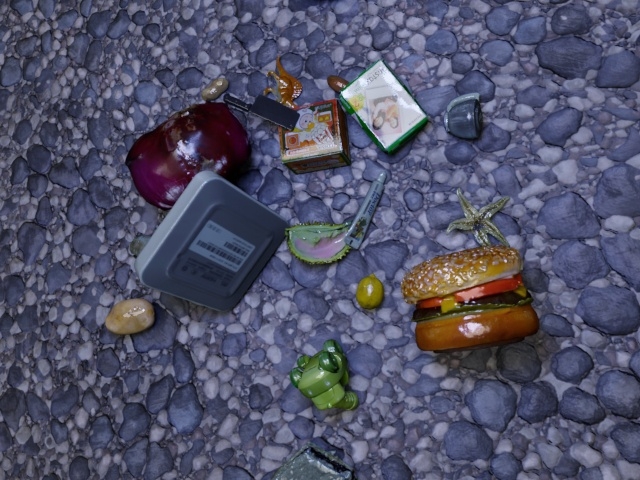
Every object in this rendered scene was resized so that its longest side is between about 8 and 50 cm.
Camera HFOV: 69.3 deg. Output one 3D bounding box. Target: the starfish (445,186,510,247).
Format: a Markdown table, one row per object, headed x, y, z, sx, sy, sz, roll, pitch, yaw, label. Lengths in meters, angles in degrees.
| x | y | z | sx | sy | sz | roll | pitch | yaw | label |
| --- | --- | --- | --- | --- | --- | --- | --- | --- | --- |
| 0.463 | -0.060 | 1.339 | 0.217 | 0.050 | 0.223 | -33 | 87 | 3 | starfish |

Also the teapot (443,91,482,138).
| x | y | z | sx | sy | sz | roll | pitch | yaw | label |
| --- | --- | --- | --- | --- | --- | --- | --- | --- | --- |
| 0.417 | -0.372 | 1.366 | 0.108 | 0.111 | 0.149 | -1 | 87 | 30 | teapot |

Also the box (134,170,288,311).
| x | y | z | sx | sy | sz | roll | pitch | yaw | label |
| --- | --- | --- | --- | --- | --- | --- | --- | --- | --- |
| -0.309 | 0.021 | 1.386 | 0.090 | 0.367 | 0.373 | 37 | 94 | 43 | box |

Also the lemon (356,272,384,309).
| x | y | z | sx | sy | sz | roll | pitch | yaw | label |
| --- | --- | --- | --- | --- | --- | --- | --- | --- | --- |
| 0.149 | 0.152 | 1.382 | 0.082 | 0.082 | 0.110 | 13 | 86 | 17 | lemon |

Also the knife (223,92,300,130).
| x | y | z | sx | sy | sz | roll | pitch | yaw | label |
| --- | --- | --- | --- | --- | --- | --- | --- | --- | --- |
| -0.181 | -0.410 | 1.417 | 0.245 | 0.019 | 0.072 | 24 | 77 | 7 | knife |

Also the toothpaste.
| x | y | z | sx | sy | sz | roll | pitch | yaw | label |
| --- | --- | --- | --- | --- | --- | --- | --- | --- | --- |
| 0.145 | -0.097 | 1.430 | 0.037 | 0.067 | 0.255 | 16 | 78 | 54 | toothpaste |

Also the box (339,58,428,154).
| x | y | z | sx | sy | sz | roll | pitch | yaw | label |
| --- | --- | --- | --- | --- | --- | --- | --- | --- | --- |
| 0.192 | -0.403 | 1.416 | 0.180 | 0.103 | 0.250 | -39 | 86 | 7 | box |

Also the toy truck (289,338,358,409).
| x | y | z | sx | sy | sz | roll | pitch | yaw | label |
| --- | --- | --- | --- | --- | --- | --- | --- | --- | --- |
| 0.019 | 0.405 | 1.327 | 0.148 | 0.187 | 0.210 | -32 | 75 | 15 | toy truck |

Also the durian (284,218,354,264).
| x | y | z | sx | sy | sz | roll | pitch | yaw | label |
| --- | --- | --- | --- | --- | --- | --- | --- | --- | --- |
| -0.001 | 0.002 | 1.438 | 0.221 | 0.095 | 0.137 | -6 | 102 | -7 | durian |

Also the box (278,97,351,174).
| x | y | z | sx | sy | sz | roll | pitch | yaw | label |
| --- | --- | --- | --- | --- | --- | --- | --- | --- | --- |
| -0.018 | -0.324 | 1.460 | 0.195 | 0.148 | 0.177 | -7 | 79 | 14 | box |

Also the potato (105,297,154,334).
| x | y | z | sx | sy | sz | roll | pitch | yaw | label |
| --- | --- | --- | --- | --- | --- | --- | --- | --- | --- |
| -0.647 | 0.258 | 1.579 | 0.178 | 0.109 | 0.118 | -14 | 57 | 8 | potato |

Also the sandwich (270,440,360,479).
| x | y | z | sx | sy | sz | roll | pitch | yaw | label |
| --- | --- | --- | --- | --- | --- | --- | --- | --- | --- |
| -0.011 | 0.752 | 1.318 | 0.262 | 0.131 | 0.325 | -14 | 78 | 15 | sandwich |

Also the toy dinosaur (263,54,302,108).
| x | y | z | sx | sy | sz | roll | pitch | yaw | label |
| --- | --- | --- | --- | --- | --- | --- | --- | --- | --- |
| -0.116 | -0.524 | 1.566 | 0.142 | 0.057 | 0.212 | 17 | 88 | 6 | toy dinosaur |

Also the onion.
| x | y | z | sx | sy | sz | roll | pitch | yaw | label |
| --- | --- | --- | --- | --- | --- | --- | --- | --- | --- |
| -0.370 | -0.208 | 1.483 | 0.398 | 0.398 | 0.420 | -24 | 121 | 11 | onion |

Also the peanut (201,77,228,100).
| x | y | z | sx | sy | sz | roll | pitch | yaw | label |
| --- | --- | --- | --- | --- | --- | --- | --- | --- | --- |
| -0.376 | -0.537 | 1.644 | 0.113 | 0.054 | 0.054 | -33 | 75 | 9 | peanut |

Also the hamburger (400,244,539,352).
| x | y | z | sx | sy | sz | roll | pitch | yaw | label |
| --- | --- | --- | --- | --- | --- | --- | --- | --- | --- |
| 0.378 | 0.149 | 1.194 | 0.330 | 0.330 | 0.250 | -12 | 77 | 14 | hamburger |

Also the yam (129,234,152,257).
| x | y | z | sx | sy | sz | roll | pitch | yaw | label |
| --- | --- | --- | --- | --- | --- | --- | --- | --- | --- |
| -0.506 | 0.058 | 1.564 | 0.330 | 0.133 | 0.133 | 15 | 87 | 22 | yam |

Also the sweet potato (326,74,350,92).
| x | y | z | sx | sy | sz | roll | pitch | yaw | label |
| --- | --- | --- | --- | --- | --- | --- | --- | --- | --- |
| 0.110 | -0.483 | 1.501 | 0.214 | 0.050 | 0.050 | 28 | 91 | 13 | sweet potato |
